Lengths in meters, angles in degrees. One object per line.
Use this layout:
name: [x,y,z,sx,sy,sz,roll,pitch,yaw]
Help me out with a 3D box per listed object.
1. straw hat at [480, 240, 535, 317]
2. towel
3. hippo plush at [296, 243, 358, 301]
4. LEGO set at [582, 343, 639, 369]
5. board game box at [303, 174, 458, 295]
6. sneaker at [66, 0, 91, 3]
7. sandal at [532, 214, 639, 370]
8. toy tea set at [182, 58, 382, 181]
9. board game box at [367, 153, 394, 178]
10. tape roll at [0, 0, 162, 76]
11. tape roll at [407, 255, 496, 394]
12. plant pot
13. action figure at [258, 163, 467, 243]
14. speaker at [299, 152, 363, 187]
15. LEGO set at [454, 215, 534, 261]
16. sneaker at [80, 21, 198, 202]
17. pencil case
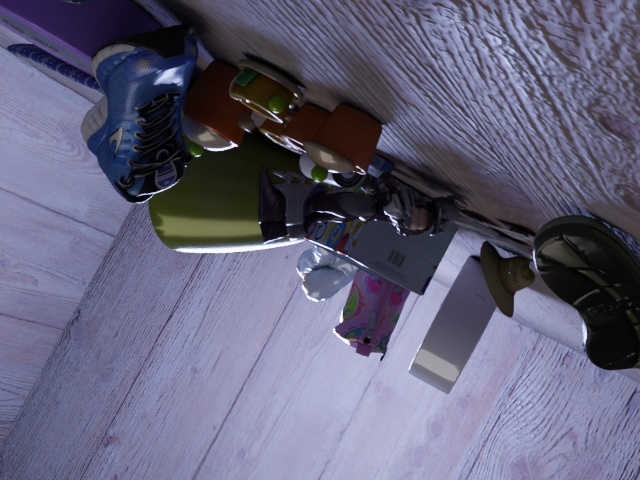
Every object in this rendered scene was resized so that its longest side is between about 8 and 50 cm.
straw hat: [0.318,0.055,1.431,0.061,0.144,0.144,-21,152,25]
towel: [-0.304,-0.249,1.392,0.336,0.040,0.243,27,-160,34]
hippo plush: [0.000,0.000,1.989,0.236,0.234,0.294,43,-171,-33]
LEGO set: [0.483,0.156,1.448,0.093,0.087,0.227,29,177,-19]
board game box: [0.095,-0.020,1.462,0.144,0.142,0.275,29,178,-17]
sneaker: [-0.306,-0.312,0.966,0.135,0.052,0.058,36,-173,-10]
sandal: [0.337,0.056,0.984,0.120,0.086,0.302,-15,134,29]
toy tea set: [-0.063,-0.129,1.084,0.200,0.124,0.336,29,178,-23]
board game box: [0.060,-0.116,1.245,0.090,0.020,0.090,27,178,0]
tape roll: [-0.341,-0.297,1.132,0.275,0.090,0.275,27,178,1]
tape roll: [0.292,0.177,1.837,0.100,0.286,0.286,29,178,11]
plant pot: [-0.134,-0.089,1.699,0.294,0.274,0.275,10,170,26]
action figure: [0.059,-0.048,1.171,0.285,0.099,0.185,0,175,-5]
speaker: [0.015,-0.117,1.363,0.055,0.055,0.136,29,178,-25]
LEGO set: [0.303,0.033,1.240,0.183,0.060,0.244,25,179,-27]
sneaker: [-0.202,-0.143,1.061,0.147,0.130,0.330,64,155,10]
pencil case: [0.123,0.084,1.691,0.124,0.284,0.124,23,178,1]
